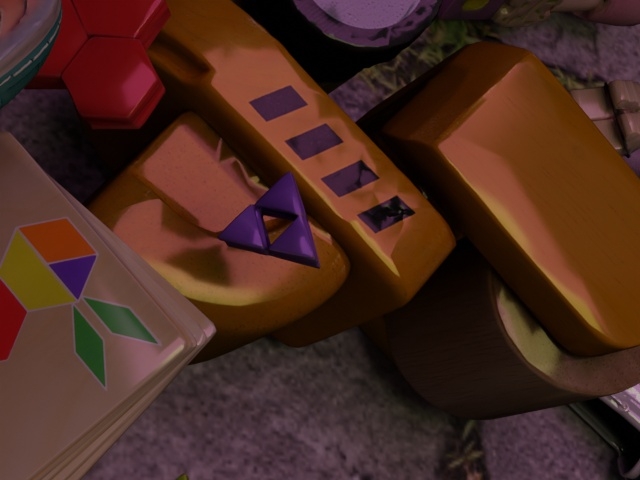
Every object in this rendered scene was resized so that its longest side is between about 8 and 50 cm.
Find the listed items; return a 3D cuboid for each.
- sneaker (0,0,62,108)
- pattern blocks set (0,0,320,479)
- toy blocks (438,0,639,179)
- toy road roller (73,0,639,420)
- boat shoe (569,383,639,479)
[{"bbox_3d":[-0.238,-0.027,0.700,0.302,0.121,0.108,-30,68,-9],"label":"sneaker"},{"bbox_3d":[-0.154,0.051,0.743,0.325,0.026,0.285,-32,72,-6],"label":"pattern blocks set"},{"bbox_3d":[0.237,-0.205,1.078,0.260,0.288,0.309,-5,69,-30],"label":"toy blocks"},{"bbox_3d":[0.000,0.000,0.890,0.329,0.202,0.240,46,66,-7],"label":"toy road roller"},{"bbox_3d":[0.207,0.126,1.054,0.063,0.066,0.184,-43,98,-25],"label":"boat shoe"}]
